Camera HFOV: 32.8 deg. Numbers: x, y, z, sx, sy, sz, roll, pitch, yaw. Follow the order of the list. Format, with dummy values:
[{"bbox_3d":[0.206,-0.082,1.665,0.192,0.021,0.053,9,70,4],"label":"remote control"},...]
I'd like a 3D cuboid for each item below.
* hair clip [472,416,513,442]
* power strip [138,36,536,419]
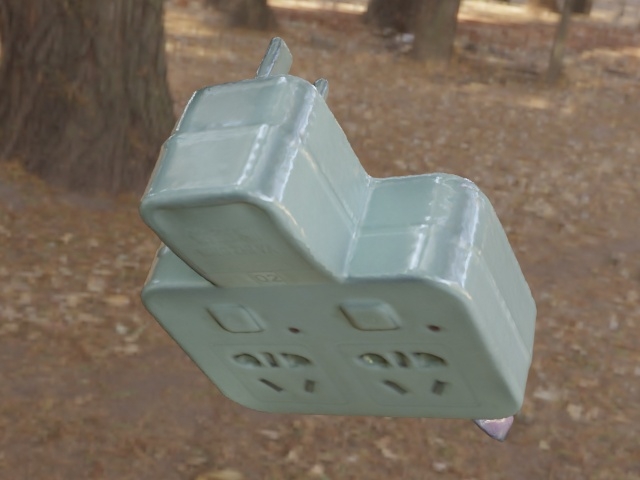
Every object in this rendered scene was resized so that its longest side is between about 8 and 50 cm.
[{"bbox_3d":[0.104,0.102,0.983,0.146,0.075,0.257,44,0,-10],"label":"hair clip"},{"bbox_3d":[0.000,0.000,0.701,0.229,0.261,0.141,-4,50,27],"label":"power strip"}]
